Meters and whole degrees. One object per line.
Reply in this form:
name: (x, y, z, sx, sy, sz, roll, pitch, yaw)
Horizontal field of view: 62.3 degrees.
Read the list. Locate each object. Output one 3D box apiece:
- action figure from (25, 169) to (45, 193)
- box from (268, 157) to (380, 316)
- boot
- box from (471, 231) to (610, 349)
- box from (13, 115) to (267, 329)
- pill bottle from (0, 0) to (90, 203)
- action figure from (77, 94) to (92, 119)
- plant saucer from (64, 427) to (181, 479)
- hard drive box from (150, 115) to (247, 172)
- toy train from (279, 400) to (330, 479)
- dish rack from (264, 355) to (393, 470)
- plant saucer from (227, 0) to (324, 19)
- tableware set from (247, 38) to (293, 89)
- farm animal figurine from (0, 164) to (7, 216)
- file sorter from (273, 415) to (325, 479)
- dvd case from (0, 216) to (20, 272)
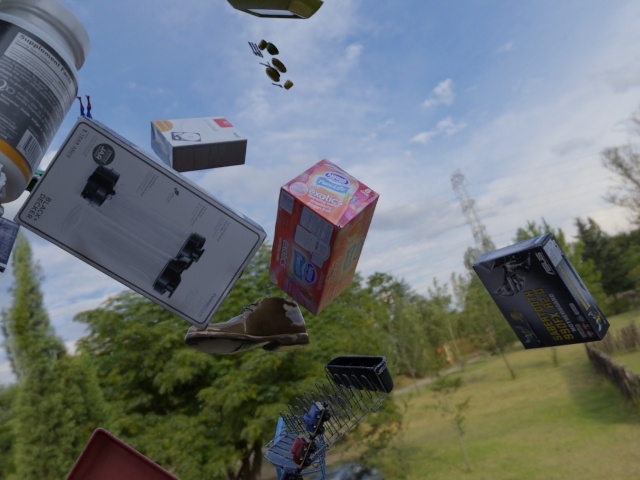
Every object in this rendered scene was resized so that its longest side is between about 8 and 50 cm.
action figure: (-0.754, -0.146, 1.480, 0.232, 0.064, 0.137, 15, -45, -12)
box: (0.000, 0.000, 1.133, 0.142, 0.154, 0.300, -38, -26, -35)
boot: (-0.165, 0.190, 1.189, 0.305, 0.115, 0.112, 6, -26, -39)
box: (0.453, 0.112, 1.104, 0.056, 0.231, 0.183, -37, 6, -35)
box: (-0.241, -0.022, 0.748, 0.169, 0.289, 0.087, -57, 14, 1)
pill bottle: (-0.434, -0.202, 0.726, 0.162, 0.279, 0.162, 8, -29, 5)
action figure: (-0.578, -0.299, 1.309, 0.030, 0.115, 0.038, 19, 30, 36)
plant saucer: (-0.379, 0.531, 1.004, 0.259, 0.258, 0.048, -60, -9, -7)
hard drive box: (-0.364, -0.290, 1.580, 0.232, 0.181, 0.089, -13, -49, -34)
toy train: (-0.027, 0.317, 0.805, 0.036, 0.158, 0.027, 23, 0, -22)
dish rack: (0.005, 0.335, 1.041, 0.271, 0.074, 0.208, -34, 5, -29)
plant saucer: (-0.109, -0.540, 1.208, 0.188, 0.045, 0.188, 10, 16, 18)
tableware set: (-0.113, -0.442, 1.331, 0.024, 0.104, 0.154, -52, -36, -13)
farm animal figurine: (-0.337, 0.034, 0.329, 0.172, 0.330, 0.327, 25, -21, -1)
file sorter: (-0.045, 0.503, 1.257, 0.104, 0.118, 0.170, -12, 7, 3)
dvd case: (-0.999, -0.012, 1.572, 0.164, 0.221, 0.018, 32, -66, -35)
